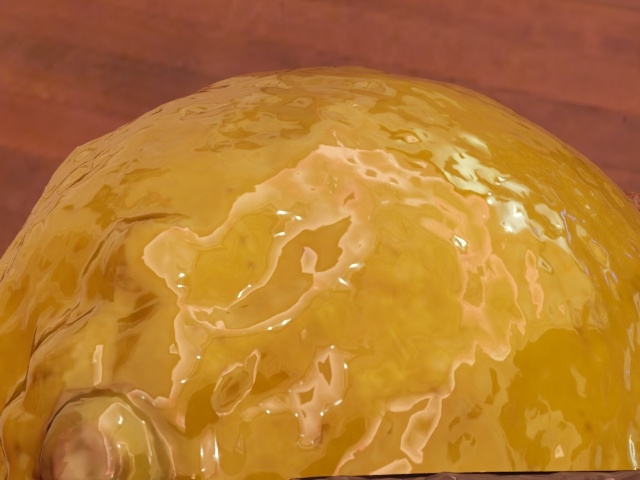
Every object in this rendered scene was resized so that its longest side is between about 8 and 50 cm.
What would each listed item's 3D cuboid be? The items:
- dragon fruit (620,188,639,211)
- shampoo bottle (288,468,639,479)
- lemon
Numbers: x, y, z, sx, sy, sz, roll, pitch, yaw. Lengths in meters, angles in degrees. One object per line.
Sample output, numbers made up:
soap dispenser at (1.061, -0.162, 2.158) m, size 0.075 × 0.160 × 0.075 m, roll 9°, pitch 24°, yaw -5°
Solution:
dragon fruit at (0.220, 0.125, 1.077) m, size 0.329 × 0.329 × 0.329 m, roll 0°, pitch 51°, yaw 0°
shampoo bottle at (0.048, 0.197, 0.319) m, size 0.098 × 0.071 × 0.309 m, roll -4°, pitch 80°, yaw 17°
lemon at (0.006, 0.071, 0.631) m, size 0.285 × 0.285 × 0.316 m, roll 12°, pitch 33°, yaw 9°
